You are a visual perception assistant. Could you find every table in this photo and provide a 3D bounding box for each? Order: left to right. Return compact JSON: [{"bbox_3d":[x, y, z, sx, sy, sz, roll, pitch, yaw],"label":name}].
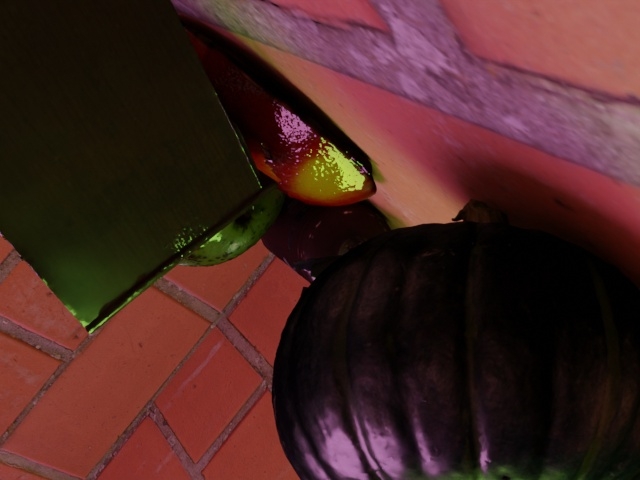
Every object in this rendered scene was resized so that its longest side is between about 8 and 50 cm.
[{"bbox_3d":[-0.218,-0.129,0.573,0.250,0.196,0.282,37,160,41],"label":"table"}]

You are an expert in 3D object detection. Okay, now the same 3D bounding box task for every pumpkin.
[{"bbox_3d":[0.092,0.077,0.451,0.250,0.216,0.250,7,167,2],"label":"pumpkin"}]

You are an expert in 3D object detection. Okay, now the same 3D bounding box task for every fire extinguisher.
[{"bbox_3d":[0.000,0.000,0.917,0.337,0.135,0.114,-153,56,-71],"label":"fire extinguisher"}]

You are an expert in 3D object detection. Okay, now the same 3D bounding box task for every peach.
[{"bbox_3d":[-0.070,-0.114,0.685,0.279,0.068,0.189,38,175,24],"label":"peach"}]

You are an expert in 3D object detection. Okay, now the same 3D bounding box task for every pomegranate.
[{"bbox_3d":[-0.168,-0.080,0.919,0.248,0.214,0.214,22,167,35],"label":"pomegranate"}]

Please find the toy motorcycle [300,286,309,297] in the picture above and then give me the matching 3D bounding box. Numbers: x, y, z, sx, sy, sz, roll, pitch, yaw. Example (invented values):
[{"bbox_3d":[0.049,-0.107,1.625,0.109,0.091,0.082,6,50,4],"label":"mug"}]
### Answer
[{"bbox_3d":[0.037,0.174,0.916,0.172,0.232,0.416,7,-171,-8],"label":"toy motorcycle"}]
